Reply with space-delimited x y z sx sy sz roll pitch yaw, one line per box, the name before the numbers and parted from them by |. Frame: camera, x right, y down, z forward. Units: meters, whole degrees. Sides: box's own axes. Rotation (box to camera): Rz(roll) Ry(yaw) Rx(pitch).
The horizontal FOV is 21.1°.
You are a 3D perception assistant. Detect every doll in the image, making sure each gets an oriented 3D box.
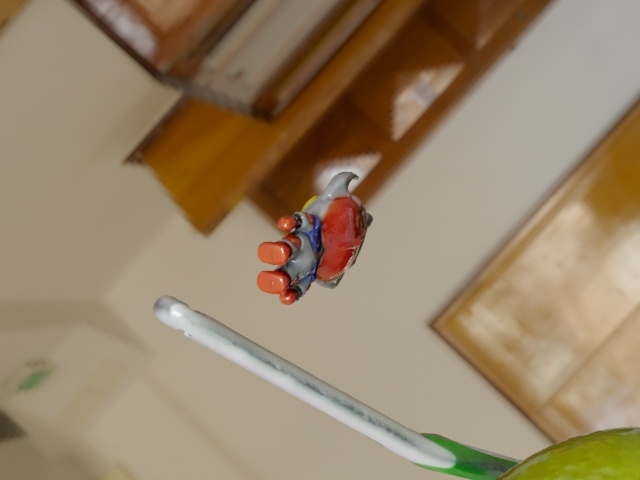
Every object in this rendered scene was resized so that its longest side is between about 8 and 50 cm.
doll | -0.001 0.001 1.540 0.195 0.062 0.104 -32 -69 -59

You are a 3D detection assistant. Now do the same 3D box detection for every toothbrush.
toothbrush | 0.085 0.126 1.016 0.418 0.040 0.042 31 175 -19

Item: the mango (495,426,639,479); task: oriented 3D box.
mango | 0.129 0.216 0.823 0.185 0.273 0.149 17 157 20
